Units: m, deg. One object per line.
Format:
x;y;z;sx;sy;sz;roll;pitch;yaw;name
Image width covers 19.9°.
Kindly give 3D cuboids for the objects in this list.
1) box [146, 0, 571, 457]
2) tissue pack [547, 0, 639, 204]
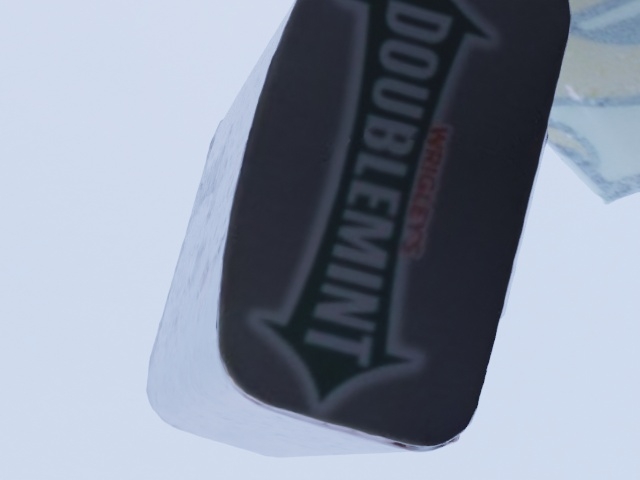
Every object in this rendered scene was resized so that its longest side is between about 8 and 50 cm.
0.000;0.000;0.509;0.069;0.224;0.120;16;-98;-7;box
0.124;-0.178;0.784;0.311;0.228;0.128;45;-131;-20;tissue pack
